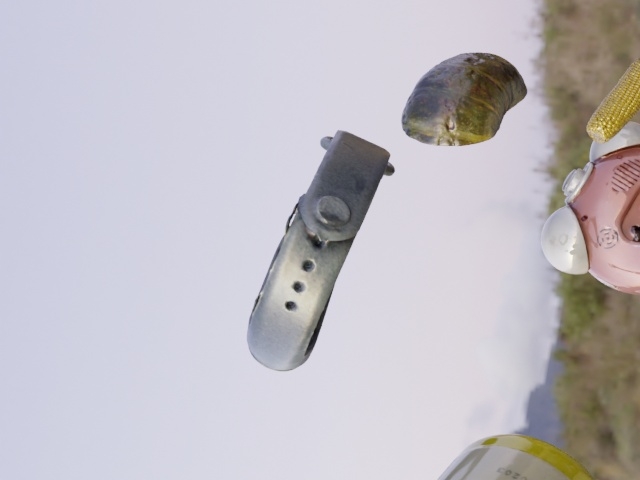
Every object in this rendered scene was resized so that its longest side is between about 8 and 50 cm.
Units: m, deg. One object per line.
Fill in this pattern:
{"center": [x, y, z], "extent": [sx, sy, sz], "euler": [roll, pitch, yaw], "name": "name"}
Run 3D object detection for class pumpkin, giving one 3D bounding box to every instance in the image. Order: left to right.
{"center": [0.073, -0.078, 0.679], "extent": [0.083, 0.050, 0.028], "euler": [-45, -39, -47], "name": "pumpkin"}

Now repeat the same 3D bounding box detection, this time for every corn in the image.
{"center": [0.229, -0.106, 0.993], "extent": [0.083, 0.027, 0.028], "euler": [-49, -33, -11], "name": "corn"}

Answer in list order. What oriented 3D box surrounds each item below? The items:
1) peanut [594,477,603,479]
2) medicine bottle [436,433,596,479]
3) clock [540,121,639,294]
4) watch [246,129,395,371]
{"center": [0.183, 0.220, 1.024], "extent": [0.108, 0.226, 0.095], "euler": [16, -98, -36], "name": "peanut"}
{"center": [0.083, 0.218, 0.791], "extent": [0.212, 0.122, 0.121], "euler": [-39, -41, -45], "name": "medicine bottle"}
{"center": [0.309, -0.024, 1.284], "extent": [0.166, 0.162, 0.093], "euler": [-59, -14, -9], "name": "clock"}
{"center": [0.000, 0.000, 1.088], "extent": [0.193, 0.068, 0.206], "euler": [115, 179, -48], "name": "watch"}
